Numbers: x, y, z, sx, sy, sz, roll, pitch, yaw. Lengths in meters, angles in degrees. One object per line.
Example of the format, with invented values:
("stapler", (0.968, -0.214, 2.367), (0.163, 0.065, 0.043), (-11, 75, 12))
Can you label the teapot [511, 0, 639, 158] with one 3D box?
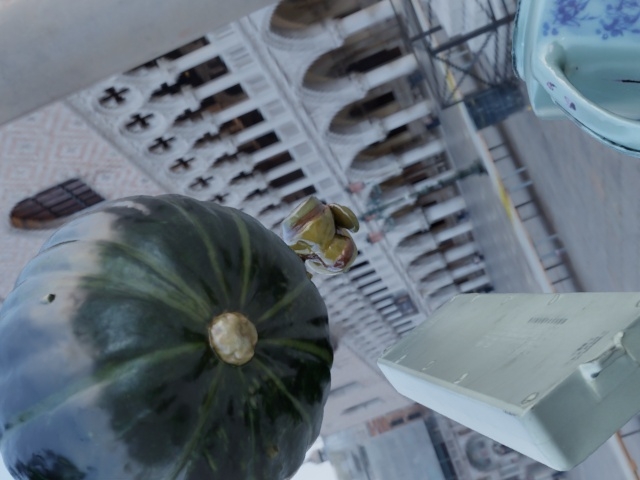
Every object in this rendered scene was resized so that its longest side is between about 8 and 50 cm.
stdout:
("teapot", (0.197, -0.132, 0.459), (0.232, 0.159, 0.159), (-56, -46, -33))

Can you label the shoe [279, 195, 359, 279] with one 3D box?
("shoe", (-0.002, 0.002, 0.688), (0.069, 0.072, 0.109), (47, 162, 7))

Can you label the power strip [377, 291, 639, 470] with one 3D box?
("power strip", (0.123, 0.082, 0.573), (0.043, 0.106, 0.367), (53, 171, -2))

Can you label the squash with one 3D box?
("squash", (-0.095, 0.074, 0.494), (0.218, 0.172, 0.218), (13, -108, -47))
